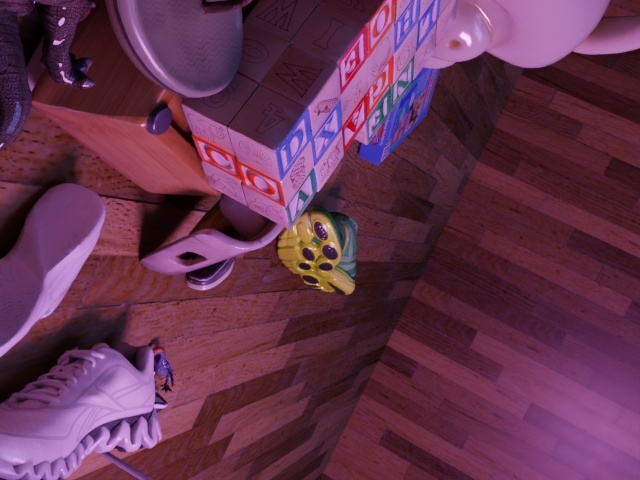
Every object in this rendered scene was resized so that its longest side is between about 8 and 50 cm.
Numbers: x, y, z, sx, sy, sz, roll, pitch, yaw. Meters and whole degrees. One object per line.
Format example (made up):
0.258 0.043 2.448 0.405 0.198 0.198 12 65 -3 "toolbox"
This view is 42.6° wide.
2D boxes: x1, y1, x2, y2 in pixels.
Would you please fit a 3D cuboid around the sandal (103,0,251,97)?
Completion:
-0.057 -0.205 0.469 0.120 0.086 0.303 -48 160 -42 "sandal"

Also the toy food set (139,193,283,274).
-0.066 -0.095 0.891 0.306 0.092 0.220 -54 -163 -25 "toy food set"

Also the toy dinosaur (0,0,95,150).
-0.171 -0.198 0.505 0.313 0.121 0.160 -55 151 -9 "toy dinosaur"

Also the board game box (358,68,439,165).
0.148 -0.252 1.473 0.210 0.047 0.160 -46 157 -44 "board game box"

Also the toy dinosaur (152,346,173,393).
-0.214 0.164 1.072 0.090 0.047 0.082 -105 -159 -62 "toy dinosaur"

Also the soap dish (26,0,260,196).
-0.095 -0.185 0.697 0.291 0.118 0.229 -60 164 -7 "soap dish"

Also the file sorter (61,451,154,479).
-0.289 0.369 0.858 0.277 0.193 0.173 -66 166 13 "file sorter"

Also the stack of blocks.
0.015 -0.160 0.702 0.297 0.087 0.171 -56 163 -20 "stack of blocks"

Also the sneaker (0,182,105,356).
-0.253 0.050 0.678 0.212 0.080 0.094 -52 173 -37 "sneaker"

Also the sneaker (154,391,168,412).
-0.235 0.223 1.091 0.035 0.031 0.083 -51 162 10 "sneaker"

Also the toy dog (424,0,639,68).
0.209 -0.352 0.851 0.284 0.395 0.408 -49 171 -15 "toy dog"

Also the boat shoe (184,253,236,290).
-0.125 0.000 1.032 0.152 0.056 0.049 -60 162 -45 "boat shoe"

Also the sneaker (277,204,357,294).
0.000 0.000 1.369 0.295 0.109 0.123 66 31 -68 "sneaker"

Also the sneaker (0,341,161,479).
-0.257 0.164 0.821 0.292 0.110 0.118 5 94 -72 "sneaker"
